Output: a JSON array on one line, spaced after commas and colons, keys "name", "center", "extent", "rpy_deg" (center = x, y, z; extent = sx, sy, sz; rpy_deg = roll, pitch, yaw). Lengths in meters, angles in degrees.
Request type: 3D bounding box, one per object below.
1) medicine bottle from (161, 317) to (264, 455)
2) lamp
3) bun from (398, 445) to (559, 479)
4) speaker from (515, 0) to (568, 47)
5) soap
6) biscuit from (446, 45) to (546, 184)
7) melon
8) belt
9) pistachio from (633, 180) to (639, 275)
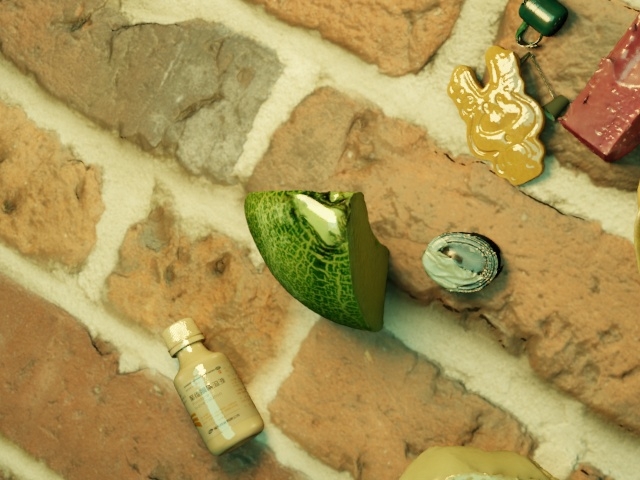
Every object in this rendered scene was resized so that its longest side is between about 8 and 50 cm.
[{"name": "medicine bottle", "center": [-0.207, 0.263, 1.856], "extent": [0.114, 0.114, 0.252], "rpy_deg": [-33, 76, 14]}, {"name": "lamp", "center": [0.381, -0.266, 1.735], "extent": [0.054, 0.041, 0.121], "rpy_deg": [-41, 77, -1]}, {"name": "bun", "center": [0.266, 0.493, 1.640], "extent": [0.360, 0.211, 0.359], "rpy_deg": [0, 92, 8]}, {"name": "speaker", "center": [0.375, -0.377, 1.737], "extent": [0.075, 0.060, 0.094], "rpy_deg": [44, 136, 15]}, {"name": "soap", "center": [0.521, -0.281, 1.597], "extent": [0.127, 0.220, 0.325], "rpy_deg": [37, 98, 8]}, {"name": "biscuit", "center": [0.311, -0.210, 1.737], "extent": [0.144, 0.040, 0.236], "rpy_deg": [-27, 82, 36]}, {"name": "melon", "center": [0.000, 0.000, 1.689], "extent": [0.226, 0.343, 0.331], "rpy_deg": [-36, 74, 9]}, {"name": "belt", "center": [0.245, 0.036, 1.749], "extent": [0.140, 0.058, 0.105], "rpy_deg": [12, 96, 15]}, {"name": "pistachio", "center": [0.601, -0.022, 1.552], "extent": [0.238, 0.229, 0.321], "rpy_deg": [0, 96, -15]}]
